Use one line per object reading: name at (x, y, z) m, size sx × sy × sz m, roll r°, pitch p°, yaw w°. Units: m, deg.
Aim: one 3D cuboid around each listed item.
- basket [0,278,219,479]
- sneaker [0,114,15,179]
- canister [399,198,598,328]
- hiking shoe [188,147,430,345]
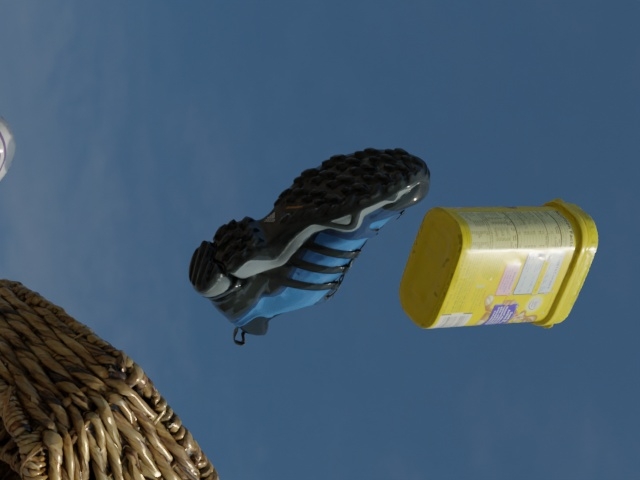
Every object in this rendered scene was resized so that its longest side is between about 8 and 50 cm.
basket at (-0.282, 0.184, 1.277) m, size 0.299 × 0.223 × 0.213 m, roll 20°, pitch -32°, yaw 51°
sneaker at (-0.464, -0.028, 1.644) m, size 0.102 × 0.161 × 0.282 m, roll 39°, pitch -46°, yaw 8°
canister at (0.170, 0.024, 1.369) m, size 0.073 × 0.170 × 0.126 m, roll 47°, pitch -52°, yaw 44°
hiking shoe at (0.000, 0.000, 1.649) m, size 0.304 × 0.132 × 0.113 m, roll -27°, pitch -144°, yaw 11°
